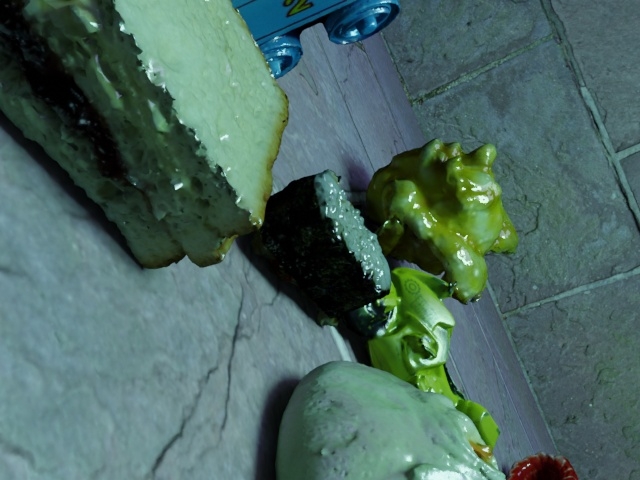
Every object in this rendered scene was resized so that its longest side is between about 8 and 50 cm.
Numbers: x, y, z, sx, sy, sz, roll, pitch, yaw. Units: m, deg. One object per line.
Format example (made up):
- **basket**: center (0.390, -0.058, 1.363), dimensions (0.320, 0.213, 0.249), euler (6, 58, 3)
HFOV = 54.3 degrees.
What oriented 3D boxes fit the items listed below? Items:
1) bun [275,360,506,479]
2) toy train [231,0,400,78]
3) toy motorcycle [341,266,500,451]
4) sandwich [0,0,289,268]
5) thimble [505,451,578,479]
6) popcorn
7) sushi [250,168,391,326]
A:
- **bun**: center (0.091, 0.246, 0.613), dimensions (0.293, 0.187, 0.293), euler (58, 19, -32)
- **toy train**: center (-0.038, -0.332, 0.756), dimensions (0.265, 0.300, 0.188), euler (18, 50, -80)
- **toy motorcycle**: center (0.149, 0.179, 0.933), dimensions (0.206, 0.142, 0.343), euler (-30, 99, -33)
- **sandwich**: center (-0.155, -0.167, 0.507), dimensions (0.325, 0.131, 0.262), euler (58, 21, -32)
- **thimble**: center (0.514, 0.582, 1.424), dimensions (0.125, 0.163, 0.189), euler (66, 25, -10)
- **popcorn**: center (0.248, -0.055, 1.226), dimensions (0.321, 0.325, 0.290), euler (-113, -148, -76)
- **sushi**: center (0.000, 0.000, 0.763), dimensions (0.212, 0.114, 0.147), euler (45, 31, -51)
